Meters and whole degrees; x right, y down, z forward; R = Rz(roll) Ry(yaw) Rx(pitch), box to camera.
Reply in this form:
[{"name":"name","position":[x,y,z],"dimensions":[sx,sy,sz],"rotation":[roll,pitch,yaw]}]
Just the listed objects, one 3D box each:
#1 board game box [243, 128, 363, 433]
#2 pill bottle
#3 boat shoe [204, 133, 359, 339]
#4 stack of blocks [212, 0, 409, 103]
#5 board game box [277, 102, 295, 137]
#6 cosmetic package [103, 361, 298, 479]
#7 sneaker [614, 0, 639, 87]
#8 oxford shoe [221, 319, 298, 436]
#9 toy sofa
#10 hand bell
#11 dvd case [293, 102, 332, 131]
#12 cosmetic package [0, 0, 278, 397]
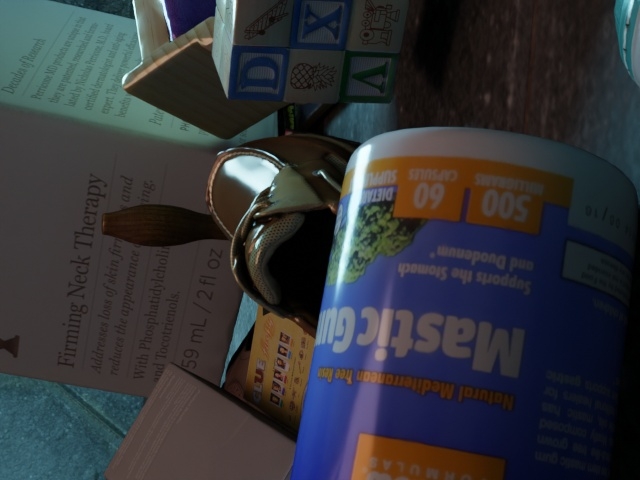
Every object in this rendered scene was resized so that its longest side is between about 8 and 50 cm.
[{"name":"board game box","position":[0.015,0.042,0.825],"dimensions":[0.165,0.042,0.243],"rotation":[22,106,50]},{"name":"pill bottle","position":[0.065,0.095,0.495],"dimensions":[0.152,0.152,0.272],"rotation":[148,134,-72]},{"name":"boat shoe","position":[0.000,0.000,0.711],"dimensions":[0.324,0.120,0.122],"rotation":[31,112,49]},{"name":"stack of blocks","position":[0.023,-0.249,0.713],"dimensions":[0.087,0.171,0.297],"rotation":[-112,27,-55]},{"name":"board game box","position":[-0.058,-0.059,1.263],"dimensions":[0.259,0.030,0.136],"rotation":[114,150,-55]},{"name":"cosmetic package","position":[-0.074,0.204,0.849],"dimensions":[0.238,0.107,0.127],"rotation":[22,79,53]},{"name":"sneaker","position":[0.170,-0.189,0.324],"dimensions":[0.121,0.108,0.302],"rotation":[-110,34,-54]},{"name":"oxford shoe","position":[-0.040,0.176,1.019],"dimensions":[0.364,0.130,0.132],"rotation":[-135,54,-68]},{"name":"toy sofa","position":[-0.100,-0.297,0.963],"dimensions":[0.177,0.150,0.362],"rotation":[-26,63,27]},{"name":"hand bell","position":[-0.080,-0.011,0.942],"dimensions":[0.126,0.242,0.126],"rotation":[180,90,-74]},{"name":"dvd case","position":[0.005,-0.220,1.060],"dimensions":[0.221,0.018,0.164],"rotation":[150,120,-72]},{"name":"cosmetic package","position":[-0.273,-0.058,1.162],"dimensions":[0.327,0.394,0.329],"rotation":[-94,17,-59]}]
